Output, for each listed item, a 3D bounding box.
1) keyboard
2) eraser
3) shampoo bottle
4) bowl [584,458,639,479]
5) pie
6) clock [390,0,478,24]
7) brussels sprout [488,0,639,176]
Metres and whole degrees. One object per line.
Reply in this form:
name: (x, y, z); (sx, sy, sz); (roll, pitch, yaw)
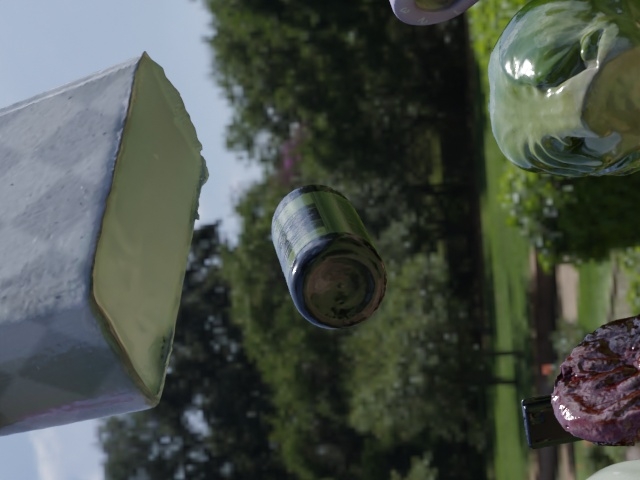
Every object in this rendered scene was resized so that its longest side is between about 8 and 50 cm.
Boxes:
keyboard: (0.409, 0.244, 1.927); (0.025, 0.230, 0.093); (-95, -6, -63)
eraser: (-0.260, 0.030, 0.893); (0.082, 0.397, 0.213); (41, -133, -43)
shampoo bottle: (0.000, 0.000, 1.463); (0.284, 0.101, 0.101); (-112, 16, -68)
bowl: (0.165, 0.242, 0.739); (0.277, 0.145, 0.277); (15, -90, -84)
pie: (0.265, 0.116, 1.132); (0.036, 0.154, 0.154); (60, -165, -25)
clock: (0.161, -0.340, 1.588); (0.172, 0.198, 0.064); (20, -132, -58)
brussels sprout: (0.386, -0.221, 1.824); (0.354, 0.289, 0.281); (-108, 16, -77)
